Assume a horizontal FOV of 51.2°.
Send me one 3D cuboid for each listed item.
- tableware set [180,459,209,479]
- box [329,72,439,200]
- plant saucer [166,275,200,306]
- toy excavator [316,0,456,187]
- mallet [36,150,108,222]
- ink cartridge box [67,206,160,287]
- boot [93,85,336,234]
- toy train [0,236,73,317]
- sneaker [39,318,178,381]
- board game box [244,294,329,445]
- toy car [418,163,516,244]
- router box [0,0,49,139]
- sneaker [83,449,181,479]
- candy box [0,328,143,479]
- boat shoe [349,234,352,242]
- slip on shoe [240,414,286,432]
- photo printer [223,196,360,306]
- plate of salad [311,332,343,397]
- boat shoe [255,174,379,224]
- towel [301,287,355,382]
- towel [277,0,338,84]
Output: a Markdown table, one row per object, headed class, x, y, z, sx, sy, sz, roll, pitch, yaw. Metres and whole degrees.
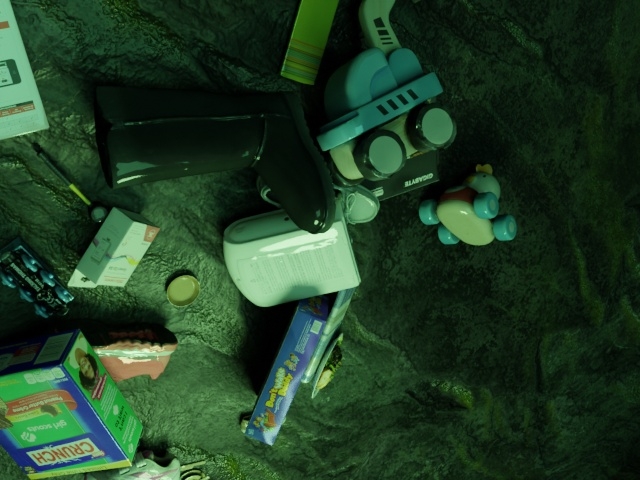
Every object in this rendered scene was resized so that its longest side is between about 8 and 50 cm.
| class | x | y | z | sx | sy | sz | roll | pitch | yaw |
| --- | --- | --- | --- | --- | --- | --- | --- | --- | --- |
| tableware set | -0.401 | 0.683 | 1.818 | 0.194 | 0.039 | 0.128 | -5 | 113 | -29 |
| box | 0.170 | -0.257 | 1.729 | 0.295 | 0.073 | 0.293 | -18 | 118 | -22 |
| plant saucer | -0.335 | 0.120 | 1.625 | 0.083 | 0.015 | 0.083 | -12 | 117 | -25 |
| toy excavator | 0.142 | -0.398 | 1.520 | 0.433 | 0.222 | 0.445 | -30 | 101 | -19 |
| mallet | -0.513 | -0.110 | 1.389 | 0.039 | 0.062 | 0.190 | -44 | 126 | -10 |
| ink cartridge box | -0.449 | 0.034 | 1.455 | 0.198 | 0.067 | 0.115 | -57 | 164 | 3 |
| boot | -0.221 | -0.158 | 1.391 | 0.445 | 0.367 | 0.146 | -5 | 151 | -33 |
| toy train | -0.597 | 0.081 | 1.397 | 0.080 | 0.105 | 0.184 | -38 | 125 | -6 |
| sneaker | -0.489 | 0.271 | 1.540 | 0.313 | 0.116 | 0.136 | 9 | 109 | -32 |
| board game box | -0.082 | 0.316 | 1.727 | 0.078 | 0.233 | 0.347 | 23 | 100 | -1 |
| toy car | 0.436 | -0.129 | 1.897 | 0.210 | 0.219 | 0.238 | 40 | 59 | -36 |
| router box | -0.696 | -0.308 | 1.181 | 0.335 | 0.082 | 0.301 | -19 | 119 | -23 |
| sneaker | -0.472 | 0.589 | 1.706 | 0.252 | 0.103 | 0.111 | 8 | 94 | -32 |
| candy box | -0.579 | 0.364 | 1.450 | 0.268 | 0.122 | 0.317 | -13 | 123 | 13 |
| boat shoe | 0.000 | 0.000 | 1.740 | 0.183 | 0.065 | 0.083 | -21 | 124 | -20 |
| slip on shoe | -0.160 | 0.502 | 1.878 | 0.135 | 0.051 | 0.041 | -7 | 117 | -20 |
| photo printer | -0.073 | 0.038 | 1.622 | 0.307 | 0.107 | 0.256 | -14 | 134 | 5 |
| plate of salad | 0.029 | 0.351 | 1.857 | 0.200 | 0.048 | 0.200 | 23 | 90 | -79 |
| boat shoe | 0.000 | -0.098 | 1.632 | 0.320 | 0.103 | 0.118 | 16 | 115 | -20 |
| towel | 0.024 | 0.234 | 1.803 | 0.034 | 0.209 | 0.285 | 24 | 101 | 10 |
| towel | -0.024 | -0.485 | 1.545 | 0.102 | 0.021 | 0.237 | 8 | 106 | -39 |
